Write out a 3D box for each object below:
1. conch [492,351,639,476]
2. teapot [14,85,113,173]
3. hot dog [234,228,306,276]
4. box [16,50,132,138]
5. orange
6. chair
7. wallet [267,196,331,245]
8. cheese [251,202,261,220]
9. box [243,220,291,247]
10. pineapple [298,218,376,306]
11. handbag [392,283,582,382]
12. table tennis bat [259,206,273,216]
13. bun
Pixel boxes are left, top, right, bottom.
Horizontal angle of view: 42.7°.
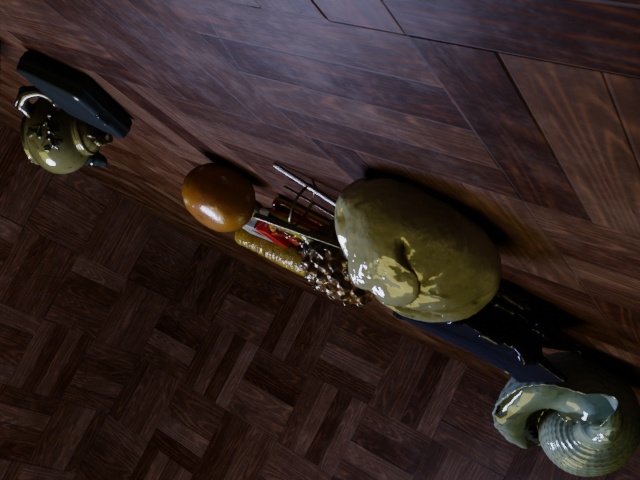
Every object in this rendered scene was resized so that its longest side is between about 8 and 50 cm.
[{"bbox_3d":[0.527,0.340,1.708,0.303,0.215,0.319,21,140,8],"label":"conch"},{"bbox_3d":[-0.551,-0.244,1.791,0.182,0.173,0.269,-7,144,10],"label":"teapot"},{"bbox_3d":[-0.118,0.025,2.331,0.289,0.083,0.068,25,153,18],"label":"hot dog"},{"bbox_3d":[-0.475,-0.280,1.595,0.160,0.050,0.230,26,172,14],"label":"box"},{"bbox_3d":[-0.203,-0.091,1.663,0.156,0.124,0.156,31,157,15],"label":"orange"},{"bbox_3d":[0.005,-0.044,1.400,0.221,0.104,0.095,29,-161,21],"label":"chair"},{"bbox_3d":[0.000,0.000,1.729,0.241,0.067,0.141,25,167,4],"label":"wallet"},{"bbox_3d":[-0.181,-0.087,1.925,0.097,0.037,0.192,27,172,-1],"label":"cheese"},{"bbox_3d":[-0.156,-0.036,2.145,0.152,0.048,0.100,24,174,40],"label":"box"},{"bbox_3d":[0.037,0.033,1.530,0.193,0.166,0.166,34,170,-26],"label":"pineapple"},{"bbox_3d":[0.301,0.149,1.517,0.303,0.122,0.329,28,173,4],"label":"handbag"},{"bbox_3d":[-0.067,-0.047,1.865,0.220,0.019,0.130,16,166,49],"label":"table tennis bat"},{"bbox_3d":[0.133,0.028,1.159,0.259,0.160,0.259,26,169,5],"label":"bun"}]
